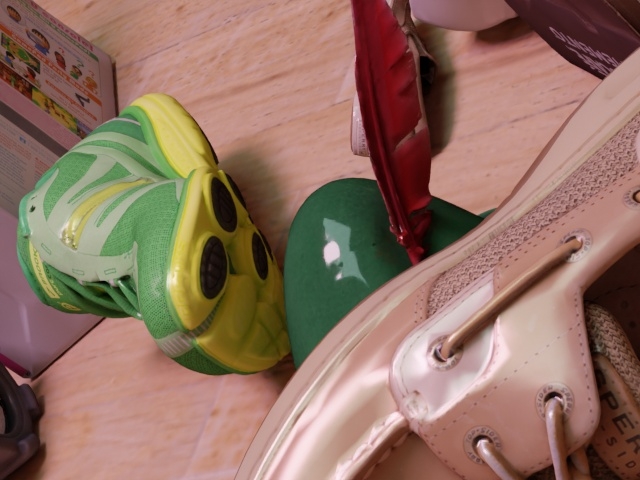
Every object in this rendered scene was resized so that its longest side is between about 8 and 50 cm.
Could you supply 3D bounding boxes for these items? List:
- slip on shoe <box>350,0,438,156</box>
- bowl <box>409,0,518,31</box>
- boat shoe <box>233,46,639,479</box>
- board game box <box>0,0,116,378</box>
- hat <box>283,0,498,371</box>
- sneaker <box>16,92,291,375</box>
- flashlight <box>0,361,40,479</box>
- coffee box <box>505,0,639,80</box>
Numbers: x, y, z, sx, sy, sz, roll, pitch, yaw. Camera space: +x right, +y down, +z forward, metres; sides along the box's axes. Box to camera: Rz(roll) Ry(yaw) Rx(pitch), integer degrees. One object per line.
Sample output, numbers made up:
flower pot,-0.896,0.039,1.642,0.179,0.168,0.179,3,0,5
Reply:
slip on shoe,0.044,-0.093,1.025,0.041,0.051,0.135,3,36,7
bowl,0.103,-0.177,0.968,0.053,0.142,0.142,34,73,18
boat shoe,0.086,0.055,0.704,0.341,0.121,0.110,-51,28,-4
board game box,-0.242,-0.081,1.220,0.097,0.224,0.303,-41,29,20
hat,0.000,0.000,0.823,0.173,0.183,0.208,-25,37,38
sneaker,-0.093,0.011,1.006,0.123,0.109,0.295,-29,21,-3
flashlight,-0.307,0.170,1.127,0.304,0.103,0.103,-36,65,15
coffee box,0.209,-0.204,0.839,0.297,0.119,0.168,-49,29,2
